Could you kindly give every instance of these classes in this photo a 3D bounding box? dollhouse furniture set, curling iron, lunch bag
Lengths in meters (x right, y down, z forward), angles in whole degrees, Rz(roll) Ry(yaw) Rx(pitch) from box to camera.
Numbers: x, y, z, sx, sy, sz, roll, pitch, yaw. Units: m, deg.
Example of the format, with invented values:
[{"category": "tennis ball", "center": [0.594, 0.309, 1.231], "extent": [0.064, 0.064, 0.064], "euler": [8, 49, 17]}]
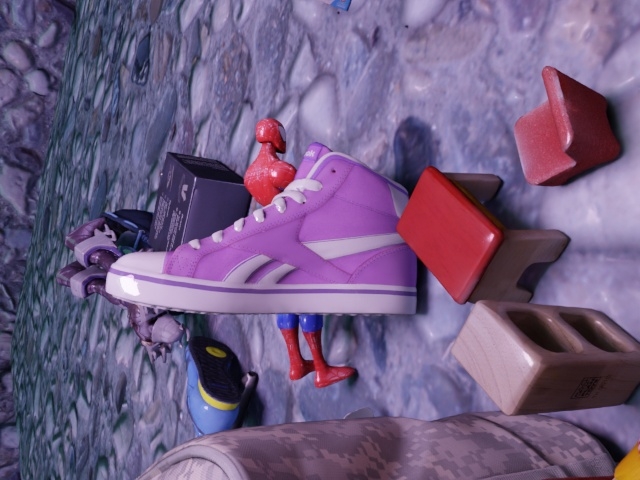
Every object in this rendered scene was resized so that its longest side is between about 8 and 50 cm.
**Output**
[{"category": "dollhouse furniture set", "center": [0.165, 0.020, 0.355], "extent": [0.374, 0.152, 0.201], "euler": [55, 129, 46]}, {"category": "curling iron", "center": [-0.151, 0.289, 0.912], "extent": [0.274, 0.035, 0.068], "euler": [-64, 36, 27]}, {"category": "lunch bag", "center": [0.023, 0.213, 0.403], "extent": [0.256, 0.305, 0.213], "euler": [-56, 42, 38]}]

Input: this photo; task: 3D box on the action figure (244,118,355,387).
[{"category": "action figure", "center": [0.000, 0.000, 0.697], "extent": [0.091, 0.139, 0.281], "euler": [-3, 104, 54]}]

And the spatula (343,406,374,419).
[{"category": "spatula", "center": [-0.017, 0.283, 0.591], "extent": [0.019, 0.168, 0.242], "euler": [12, 103, 46]}]

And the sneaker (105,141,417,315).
[{"category": "sneaker", "center": [-0.048, -0.011, 0.587], "extent": [0.102, 0.282, 0.161], "euler": [170, 100, -73]}]

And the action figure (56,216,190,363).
[{"category": "action figure", "center": [-0.297, 0.077, 0.993], "extent": [0.285, 0.099, 0.185], "euler": [32, 127, 29]}]

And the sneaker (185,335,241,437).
[{"category": "sneaker", "center": [-0.158, 0.201, 0.873], "extent": [0.082, 0.069, 0.209], "euler": [-68, 20, 12]}]

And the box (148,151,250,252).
[{"category": "box", "center": [-0.190, -0.038, 0.981], "extent": [0.158, 0.093, 0.156], "euler": [37, 116, 55]}]

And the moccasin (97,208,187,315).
[{"category": "moccasin", "center": [-0.332, 0.042, 1.165], "extent": [0.342, 0.116, 0.138], "euler": [33, 112, 52]}]

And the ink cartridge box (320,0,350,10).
[{"category": "ink cartridge box", "center": [0.020, -0.319, 0.744], "extent": [0.028, 0.048, 0.083], "euler": [47, 122, 50]}]
